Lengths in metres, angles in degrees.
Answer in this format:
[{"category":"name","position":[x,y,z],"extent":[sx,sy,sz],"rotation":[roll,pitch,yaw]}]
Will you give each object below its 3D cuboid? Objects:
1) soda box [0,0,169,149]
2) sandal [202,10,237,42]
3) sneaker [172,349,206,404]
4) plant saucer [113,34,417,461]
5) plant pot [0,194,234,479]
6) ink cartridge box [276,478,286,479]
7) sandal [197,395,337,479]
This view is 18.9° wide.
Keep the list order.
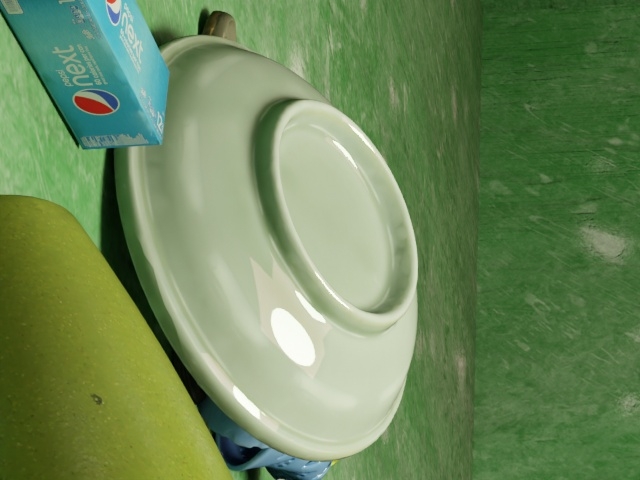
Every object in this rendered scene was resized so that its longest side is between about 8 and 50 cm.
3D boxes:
[{"category":"soda box","position":[-0.173,-0.152,1.417],"extent":[0.210,0.067,0.071],"rotation":[69,22,-58]},{"category":"sandal","position":[-0.071,-0.130,1.921],"extent":[0.090,0.060,0.219],"rotation":[-73,157,-58]},{"category":"sneaker","position":[-0.085,0.064,1.746],"extent":[0.051,0.089,0.170],"rotation":[46,43,-73]},{"category":"plant saucer","position":[-0.014,-0.010,1.682],"extent":[0.400,0.100,0.400],"rotation":[37,40,-40]},{"category":"plant pot","position":[-0.167,0.135,1.017],"extent":[0.275,0.275,0.293],"rotation":[57,16,-68]},{"category":"ink cartridge box","position":[-0.017,0.387,1.740],"extent":[0.289,0.122,0.211],"rotation":[88,21,-47]},{"category":"sandal","position":[-0.054,0.171,1.876],"extent":[0.138,0.126,0.317],"rotation":[-48,157,-20]}]
